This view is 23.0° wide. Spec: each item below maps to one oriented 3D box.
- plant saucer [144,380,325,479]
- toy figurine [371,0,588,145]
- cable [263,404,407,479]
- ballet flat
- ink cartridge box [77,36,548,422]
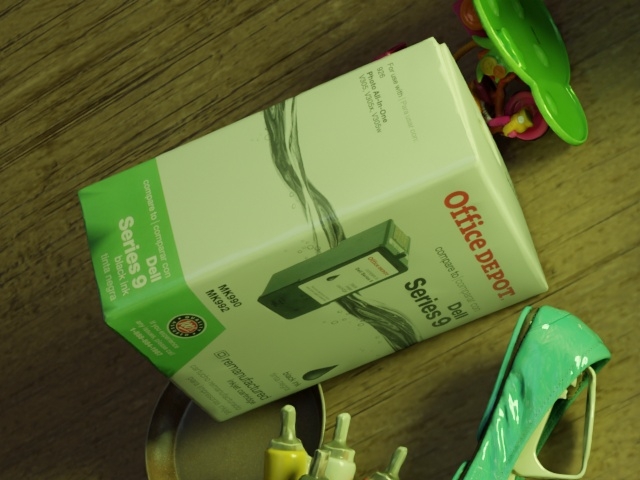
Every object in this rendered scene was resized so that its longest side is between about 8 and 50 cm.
[{"bbox_3d":[-0.065,0.159,1.272,0.168,0.029,0.168,-13,61,24],"label":"plant saucer"},{"bbox_3d":[0.110,-0.118,1.271,0.159,0.130,0.173,-31,79,31],"label":"toy figurine"},{"bbox_3d":[-0.010,0.274,1.175,0.139,0.072,0.287,18,93,20],"label":"cable"},{"bbox_3d":[0.138,0.167,1.118,0.087,0.083,0.247,24,82,20],"label":"ballet flat"},{"bbox_3d":[0.000,0.000,1.172,0.289,0.211,0.122,-23,56,11],"label":"ink cartridge box"}]
